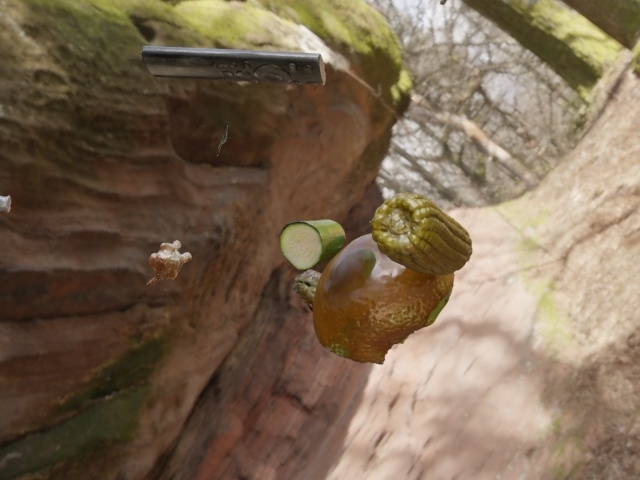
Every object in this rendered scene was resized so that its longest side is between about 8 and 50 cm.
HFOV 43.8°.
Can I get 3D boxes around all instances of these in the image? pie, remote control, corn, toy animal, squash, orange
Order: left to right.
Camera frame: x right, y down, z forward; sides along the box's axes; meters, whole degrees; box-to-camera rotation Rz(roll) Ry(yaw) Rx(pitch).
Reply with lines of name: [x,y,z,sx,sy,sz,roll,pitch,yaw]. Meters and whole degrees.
toy animal: [-0.516,0.092,2.583,0.184,0.104,0.185,-48,6,2]
remote control: [-0.180,-0.366,1.668,0.107,0.377,0.044,58,-143,-76]
squash: [0.000,0.000,1.576,0.095,0.095,0.188,-54,-16,19]
pie: [0.030,0.201,2.425,0.085,0.308,0.308,-49,-4,-16]
orange: [0.116,0.102,1.743,0.334,0.196,0.263,-33,28,22]
corn: [0.201,-0.002,1.491,0.131,0.131,0.344,-53,-27,9]

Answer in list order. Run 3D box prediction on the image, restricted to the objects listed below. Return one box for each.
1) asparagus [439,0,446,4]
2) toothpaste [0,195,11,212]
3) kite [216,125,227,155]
asparagus: [0.355,-0.661,2.151,0.127,0.018,0.015,-41,-3,-41]
toothpaste: [-1.053,-0.117,2.378,0.057,0.234,0.089,147,126,-78]
kite: [-0.255,-0.261,2.071,0.122,0.004,0.090,172,115,-72]
